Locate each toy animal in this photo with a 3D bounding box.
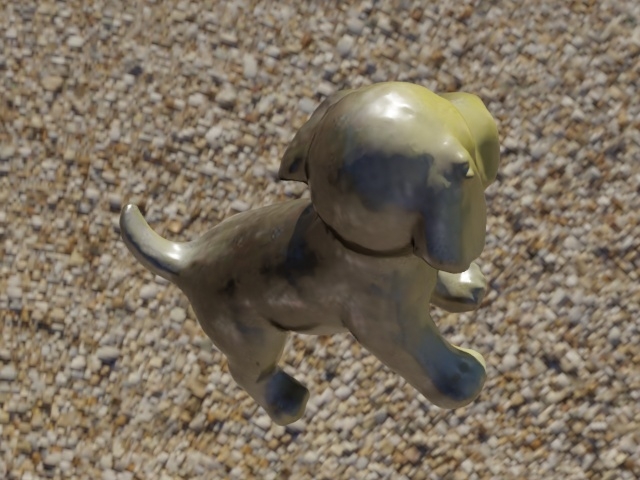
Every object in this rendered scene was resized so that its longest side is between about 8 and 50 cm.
[{"bbox_3d":[0.016,0.006,0.673,0.169,0.233,0.121,44,45,-26],"label":"toy animal"}]
